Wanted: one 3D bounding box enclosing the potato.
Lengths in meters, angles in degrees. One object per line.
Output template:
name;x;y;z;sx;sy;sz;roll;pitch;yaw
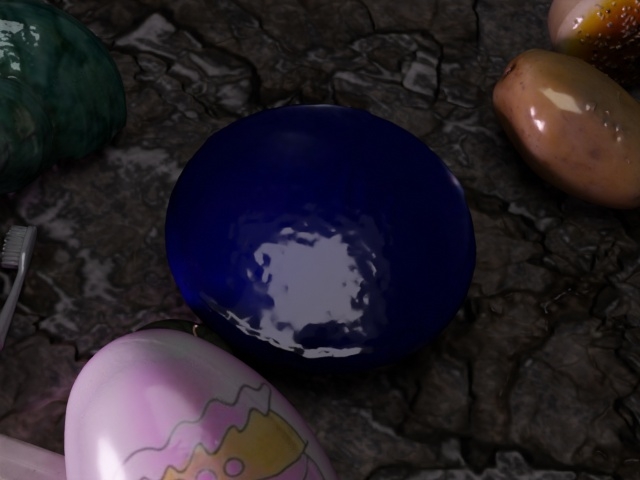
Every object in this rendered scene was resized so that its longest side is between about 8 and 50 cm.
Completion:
potato;0.234;-0.097;1.764;0.178;0.118;0.109;35;94;0

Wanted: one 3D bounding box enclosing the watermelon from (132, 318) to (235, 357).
watermelon;-0.113;0.107;1.573;0.105;0.133;0.105;12;50;-15

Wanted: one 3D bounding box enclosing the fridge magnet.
fridge magnet;0.000;0.000;1.668;0.265;0.112;0.265;3;57;-4

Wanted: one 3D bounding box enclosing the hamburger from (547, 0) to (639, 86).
hamburger;0.281;-0.198;1.826;0.141;0.126;0.081;0;46;-33

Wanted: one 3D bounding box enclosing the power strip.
power strip;-0.248;0.182;1.524;0.175;0.075;0.042;21;57;-9

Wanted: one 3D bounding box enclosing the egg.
egg;-0.083;0.191;1.455;0.196;0.271;0.196;-14;23;6

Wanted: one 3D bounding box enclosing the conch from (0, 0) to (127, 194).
conch;-0.273;-0.121;1.699;0.196;0.134;0.202;13;56;3

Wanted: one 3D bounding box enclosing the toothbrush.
toothbrush;-0.275;0.105;1.622;0.025;0.020;0.286;6;56;4
